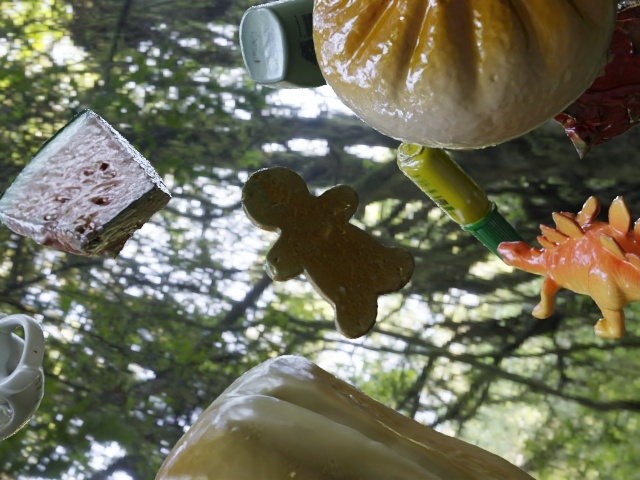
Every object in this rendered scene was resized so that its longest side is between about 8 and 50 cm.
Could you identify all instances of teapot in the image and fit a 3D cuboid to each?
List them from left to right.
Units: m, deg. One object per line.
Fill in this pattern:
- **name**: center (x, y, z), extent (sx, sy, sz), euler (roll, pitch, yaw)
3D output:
- **teapot**: center (-0.457, 0.192, 1.376), extent (0.208, 0.299, 0.166), euler (31, -143, -30)

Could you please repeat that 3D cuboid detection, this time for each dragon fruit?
- **dragon fruit**: center (0.537, -0.291, 1.973), extent (0.228, 0.286, 0.329), euler (-48, -47, -51)

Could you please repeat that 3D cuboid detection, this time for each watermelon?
- **watermelon**: center (-0.277, -0.050, 1.352), extent (0.193, 0.256, 0.140), euler (-54, -53, -11)

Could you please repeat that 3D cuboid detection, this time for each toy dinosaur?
- **toy dinosaur**: center (0.239, 0.020, 0.855), extent (0.070, 0.288, 0.117), euler (-33, -64, -23)

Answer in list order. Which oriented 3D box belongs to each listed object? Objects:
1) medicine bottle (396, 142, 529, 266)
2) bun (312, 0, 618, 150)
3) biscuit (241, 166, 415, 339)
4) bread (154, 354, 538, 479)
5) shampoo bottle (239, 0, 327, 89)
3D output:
- **medicine bottle**: center (0.256, -0.065, 1.854), extent (0.309, 0.111, 0.076), euler (41, -86, -23)
- **bun**: center (0.136, -0.235, 1.012), extent (0.299, 0.299, 0.165), euler (-64, -22, -18)
- **biscuit**: center (0.000, 0.000, 1.294), extent (0.153, 0.234, 0.030), euler (-47, -8, -21)
- **bread**: center (0.027, 0.286, 1.059), extent (0.253, 0.376, 0.348), euler (-64, -12, 8)
- **shampoo bottle**: center (0.010, -0.304, 1.593), extent (0.359, 0.078, 0.134), euler (-31, -64, -56)
